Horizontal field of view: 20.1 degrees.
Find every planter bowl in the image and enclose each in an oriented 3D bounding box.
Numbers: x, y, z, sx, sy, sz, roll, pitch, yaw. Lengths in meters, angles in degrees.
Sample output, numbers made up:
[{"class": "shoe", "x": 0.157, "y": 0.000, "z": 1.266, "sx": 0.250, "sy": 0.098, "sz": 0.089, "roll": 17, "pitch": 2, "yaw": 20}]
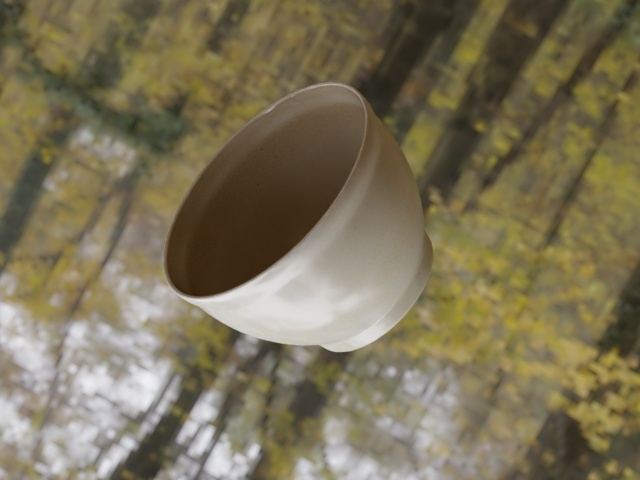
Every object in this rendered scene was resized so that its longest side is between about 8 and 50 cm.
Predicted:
[{"class": "planter bowl", "x": 0.000, "y": 0.000, "z": 1.097, "sx": 0.109, "sy": 0.162, "sz": 0.162, "roll": 42, "pitch": -177, "yaw": -29}]
